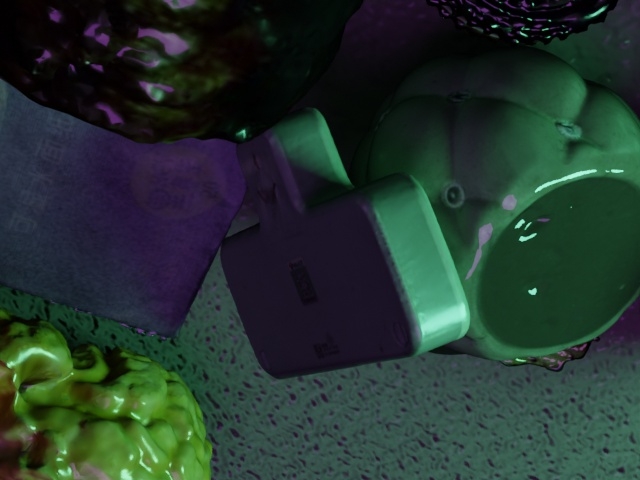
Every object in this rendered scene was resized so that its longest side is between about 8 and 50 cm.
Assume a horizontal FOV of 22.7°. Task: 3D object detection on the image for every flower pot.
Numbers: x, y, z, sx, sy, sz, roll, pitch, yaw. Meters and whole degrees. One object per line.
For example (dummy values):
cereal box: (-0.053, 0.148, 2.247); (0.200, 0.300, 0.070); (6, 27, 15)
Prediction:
flower pot: (0.140, -0.032, 1.234); (0.246, 0.195, 0.246); (-16, 129, -20)

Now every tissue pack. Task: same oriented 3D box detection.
tissue pack: (-0.249, -0.103, 1.276); (0.394, 0.124, 0.288); (20, 126, -12)

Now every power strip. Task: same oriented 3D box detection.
power strip: (0.001, 0.000, 1.183); (0.265, 0.059, 0.193); (-17, 94, 63)

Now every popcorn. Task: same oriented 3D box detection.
popcorn: (-0.245, 0.183, 1.448); (0.265, 0.225, 0.332); (-21, 116, 41)

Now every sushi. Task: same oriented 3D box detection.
sushi: (-0.082, -0.240, 1.054); (0.299, 0.281, 0.294); (18, 130, -17)

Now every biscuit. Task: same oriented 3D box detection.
biscuit: (0.150, -0.234, 1.151); (0.194, 0.053, 0.194); (-1, 102, -4)

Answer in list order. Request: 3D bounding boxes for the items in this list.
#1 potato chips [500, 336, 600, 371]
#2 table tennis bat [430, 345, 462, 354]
potato chips: (0.146, 0.064, 1.418); (0.207, 0.028, 0.092); (25, 127, -18)
table tennis bat: (0.159, 0.036, 1.424); (0.220, 0.019, 0.130); (-28, 123, 25)
